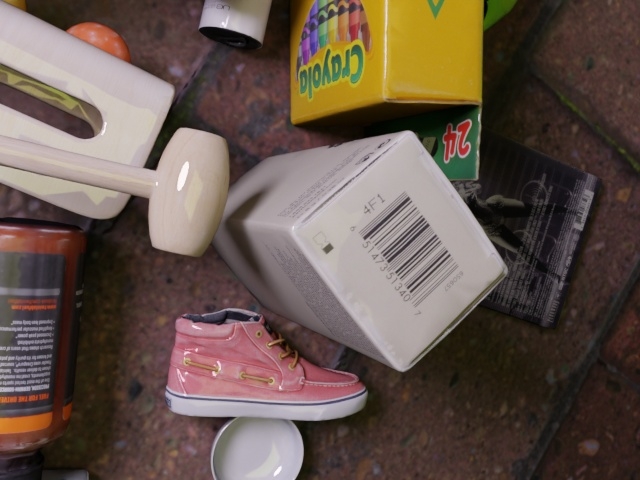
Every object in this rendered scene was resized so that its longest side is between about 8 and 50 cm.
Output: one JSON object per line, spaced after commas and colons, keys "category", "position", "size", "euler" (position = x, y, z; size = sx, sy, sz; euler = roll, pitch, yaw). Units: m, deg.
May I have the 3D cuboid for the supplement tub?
{"category": "supplement tub", "position": [-0.231, 0.082, 0.542], "size": [0.106, 0.106, 0.197], "euler": [5, 91, -21]}

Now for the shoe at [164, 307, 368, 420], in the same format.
{"category": "shoe", "position": [-0.040, 0.104, 0.637], "size": [0.178, 0.063, 0.081], "euler": [4, 97, -17]}

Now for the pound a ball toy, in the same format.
{"category": "pound a ball toy", "position": [-0.212, -0.112, 0.481], "size": [0.319, 0.208, 0.135], "euler": [24, 86, -20]}

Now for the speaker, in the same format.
{"category": "speaker", "position": [-0.060, -0.229, 0.612], "size": [0.055, 0.055, 0.136], "euler": [13, 90, -21]}

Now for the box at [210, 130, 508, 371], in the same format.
{"category": "box", "position": [0.000, 0.000, 0.532], "size": [0.094, 0.275, 0.113], "euler": [-41, 107, -14]}

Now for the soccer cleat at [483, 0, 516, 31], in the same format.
{"category": "soccer cleat", "position": [0.116, -0.262, 0.663], "size": [0.072, 0.060, 0.179], "euler": [-49, 121, -6]}

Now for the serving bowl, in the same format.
{"category": "serving bowl", "position": [-0.058, 0.186, 0.655], "size": [0.083, 0.027, 0.083], "euler": [-2, 95, -21]}

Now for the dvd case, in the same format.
{"category": "dvd case", "position": [0.165, -0.019, 0.731], "size": [0.221, 0.018, 0.164], "euler": [19, 88, -21]}

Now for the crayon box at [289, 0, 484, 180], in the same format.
{"category": "crayon box", "position": [0.042, -0.203, 0.573], "size": [0.081, 0.202, 0.318], "euler": [-2, 94, -21]}

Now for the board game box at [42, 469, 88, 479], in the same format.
{"category": "board game box", "position": [-0.330, 0.286, 0.525], "size": [0.303, 0.097, 0.224], "euler": [6, 93, -19]}
